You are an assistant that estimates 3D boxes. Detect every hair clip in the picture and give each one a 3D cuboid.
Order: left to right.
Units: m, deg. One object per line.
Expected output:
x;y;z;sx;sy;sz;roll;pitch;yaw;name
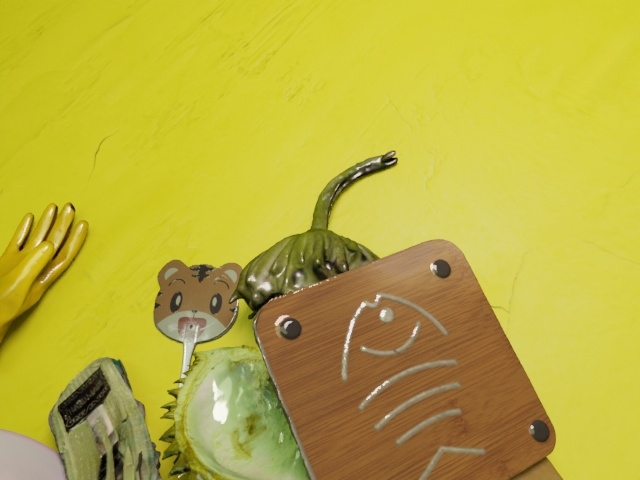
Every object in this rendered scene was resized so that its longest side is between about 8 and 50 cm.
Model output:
-0.267;0.281;0.663;0.138;0.091;0.321;-49;36;-6;hair clip

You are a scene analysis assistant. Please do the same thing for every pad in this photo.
0.097;0.158;0.574;0.287;0.018;0.283;-19;76;-20;pad

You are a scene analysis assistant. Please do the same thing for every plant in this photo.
0.008;0.022;0.778;0.251;0.180;0.333;-5;35;14;plant

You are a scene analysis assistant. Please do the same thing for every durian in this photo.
-0.043;0.277;0.629;0.395;0.163;0.198;17;52;30;durian

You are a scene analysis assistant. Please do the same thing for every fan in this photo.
-0.202;0.136;0.794;0.153;0.008;0.226;1;67;10;fan

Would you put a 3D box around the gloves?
-0.506;0.055;0.838;0.133;0.116;0.294;21;67;10;gloves

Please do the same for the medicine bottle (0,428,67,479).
-0.448;0.411;0.597;0.241;0.241;0.302;34;85;21;medicine bottle

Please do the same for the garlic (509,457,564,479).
0.165;0.258;0.621;0.318;0.112;0.143;28;57;27;garlic
